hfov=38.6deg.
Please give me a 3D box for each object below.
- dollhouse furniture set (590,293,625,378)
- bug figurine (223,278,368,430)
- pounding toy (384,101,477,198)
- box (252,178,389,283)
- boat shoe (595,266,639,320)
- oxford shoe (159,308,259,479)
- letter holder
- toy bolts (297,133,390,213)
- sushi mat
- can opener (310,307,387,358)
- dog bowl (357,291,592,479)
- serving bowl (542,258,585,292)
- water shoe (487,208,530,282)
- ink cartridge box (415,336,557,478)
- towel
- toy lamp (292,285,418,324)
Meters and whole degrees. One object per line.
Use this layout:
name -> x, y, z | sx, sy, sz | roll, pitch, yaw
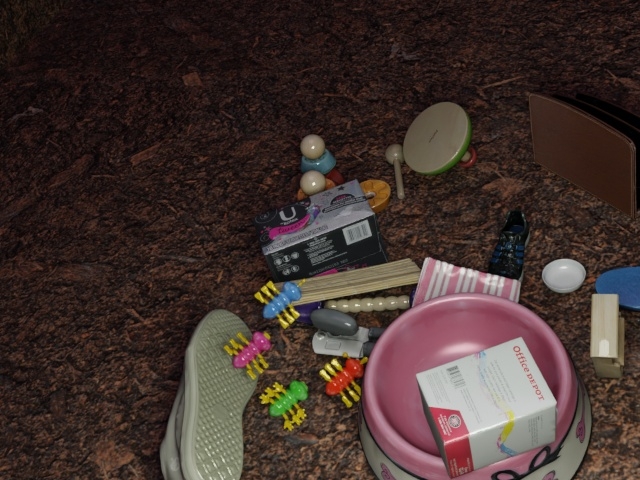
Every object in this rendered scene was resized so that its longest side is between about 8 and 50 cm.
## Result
dollhouse furniture set -> 0.578, 0.166, 1.511 | 0.242, 0.161, 0.212 | -1, 68, 21
bug figurine -> -0.051, 0.219, 1.744 | 0.216, 0.279, 0.072 | -38, 0, 1
pounding toy -> 0.279, -0.206, 2.158 | 0.237, 0.110, 0.183 | -37, 47, 25
box -> 0.000, 0.000, 1.970 | 0.247, 0.163, 0.142 | -21, 40, -2
boat shoe -> 0.634, 0.113, 1.665 | 0.258, 0.089, 0.109 | 7, 60, 21
oxford shoe -> -0.216, 0.309, 1.741 | 0.130, 0.169, 0.449 | -42, 28, 32
letter holder -> 0.602, -0.224, 1.943 | 0.152, 0.214, 0.302 | -33, 42, -15
toy bolts -> 0.033, -0.153, 2.129 | 0.218, 0.158, 0.228 | -22, 41, -3
sushi mat -> 0.058, 0.085, 1.870 | 0.316, 0.019, 0.151 | -10, 13, -10
can opener -> 0.108, 0.195, 1.777 | 0.280, 0.093, 0.074 | 6, 51, 20
dog bowl -> 0.252, 0.264, 1.552 | 0.408, 0.150, 0.408 | -8, 50, 9
serving bowl -> 0.482, 0.075, 1.805 | 0.083, 0.027, 0.083 | -11, 41, 10
water shoe -> 0.380, 0.020, 1.865 | 0.073, 0.080, 0.203 | 1, 45, 22
ink cartridge box -> 0.251, 0.253, 1.378 | 0.176, 0.127, 0.128 | -19, 50, -1
towel -> 0.282, 0.118, 1.772 | 0.197, 0.029, 0.144 | 14, 64, 8
toy lamp -> 0.078, 0.134, 1.863 | 0.274, 0.080, 0.080 | -3, 43, 15
